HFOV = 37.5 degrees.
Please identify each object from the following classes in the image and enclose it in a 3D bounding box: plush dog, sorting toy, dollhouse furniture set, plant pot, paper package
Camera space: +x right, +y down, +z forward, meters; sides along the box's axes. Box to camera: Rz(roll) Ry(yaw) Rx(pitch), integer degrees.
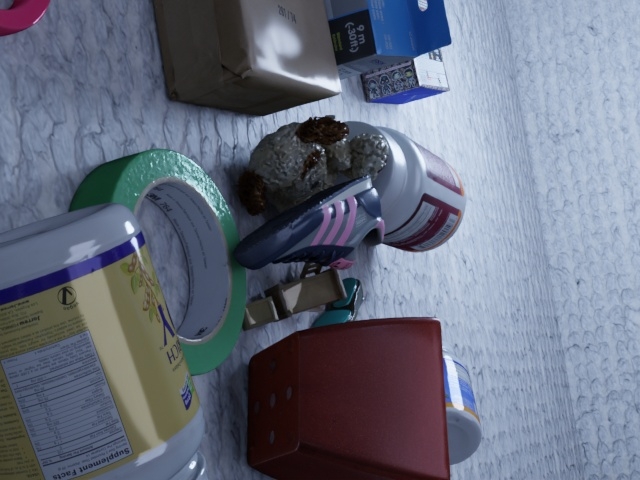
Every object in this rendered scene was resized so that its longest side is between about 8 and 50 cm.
[{"bbox_3d":[-0.039,-0.138,1.646,0.211,0.262,0.225,48,11,15],"label":"plush dog"},{"bbox_3d":[-0.032,0.083,1.725,0.083,0.044,0.075,47,32,-46],"label":"sorting toy"},{"bbox_3d":[-0.075,0.053,1.598,0.181,0.101,0.161,-16,85,-21],"label":"dollhouse furniture set"},{"bbox_3d":[0.025,0.266,1.492,0.235,0.267,0.268,11,65,-27],"label":"plant pot"},{"bbox_3d":[-0.126,-0.382,1.591,0.324,0.168,0.310,-2,81,-63],"label":"paper package"}]

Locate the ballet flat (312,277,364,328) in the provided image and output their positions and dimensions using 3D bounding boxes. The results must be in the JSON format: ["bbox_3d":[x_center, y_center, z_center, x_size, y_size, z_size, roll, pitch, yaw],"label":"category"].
[{"bbox_3d":[0.042,0.150,1.807,0.213,0.072,0.068,-60,137,-54],"label":"ballet flat"}]

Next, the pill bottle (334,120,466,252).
[{"bbox_3d":[0.135,-0.106,1.921,0.392,0.224,0.224,17,64,-63],"label":"pill bottle"}]

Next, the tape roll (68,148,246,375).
[{"bbox_3d":[-0.220,0.034,1.326,0.321,0.077,0.321,38,46,-54],"label":"tape roll"}]

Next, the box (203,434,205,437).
[{"bbox_3d":[-0.223,0.237,1.203,0.087,0.101,0.102,-47,119,-59],"label":"box"}]

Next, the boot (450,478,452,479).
[{"bbox_3d":[0.223,0.580,1.969,0.176,0.088,0.244,-56,132,-54],"label":"boot"}]

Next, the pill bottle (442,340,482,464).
[{"bbox_3d":[0.251,0.335,2.017,0.272,0.152,0.152,-92,158,-59],"label":"pill bottle"}]

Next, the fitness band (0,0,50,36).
[{"bbox_3d":[-0.410,-0.390,1.164,0.209,0.054,0.291,43,43,-53],"label":"fitness band"}]

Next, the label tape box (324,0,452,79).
[{"bbox_3d":[0.046,-0.439,1.751,0.115,0.347,0.249,0,79,-63],"label":"label tape box"}]

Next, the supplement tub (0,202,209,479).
[{"bbox_3d":[-0.263,0.148,1.004,0.241,0.241,0.331,-37,112,-62],"label":"supplement tub"}]

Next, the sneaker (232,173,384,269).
[{"bbox_3d":[0.000,0.000,1.496,0.319,0.112,0.131,-30,102,-42],"label":"sneaker"}]

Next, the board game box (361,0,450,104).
[{"bbox_3d":[0.186,-0.490,2.289,0.232,0.141,0.291,-12,89,-64],"label":"board game box"}]
